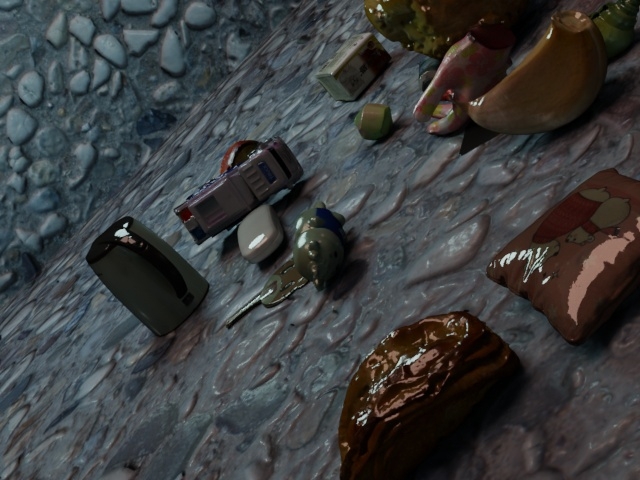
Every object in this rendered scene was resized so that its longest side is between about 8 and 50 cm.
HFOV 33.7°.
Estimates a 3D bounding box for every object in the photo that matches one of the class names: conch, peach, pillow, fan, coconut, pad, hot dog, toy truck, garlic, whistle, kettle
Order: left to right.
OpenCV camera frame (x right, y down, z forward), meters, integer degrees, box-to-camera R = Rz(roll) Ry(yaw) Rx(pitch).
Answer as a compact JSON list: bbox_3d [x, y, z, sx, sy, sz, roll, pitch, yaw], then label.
[{"bbox_3d":[-0.359,0.064,2.212,0.161,0.236,0.221,-51,21,-22],"label":"kettle"},{"bbox_3d":[-0.179,-0.109,2.336,0.268,0.124,0.155,-33,5,25],"label":"toy truck"},{"bbox_3d":[-0.186,-0.161,2.560,0.092,0.127,0.172,1,73,52],"label":"peach"},{"bbox_3d":[-0.092,0.093,1.980,0.226,0.008,0.152,-37,21,14],"label":"fan"},{"bbox_3d":[0.000,0.000,1.867,0.092,0.110,0.244,-6,28,7],"label":"whistle"},{"bbox_3d":[0.109,-0.245,2.186,0.081,0.082,0.083,4,50,19],"label":"coconut"},{"bbox_3d":[0.105,0.185,1.257,0.259,0.114,0.175,-42,19,1],"label":"hot dog"},{"bbox_3d":[0.310,-0.211,1.839,0.157,0.003,0.112,-30,23,33],"label":"pad"},{"bbox_3d":[0.337,-0.248,1.632,0.245,0.164,0.145,-38,37,31],"label":"garlic"},{"bbox_3d":[0.322,0.005,1.252,0.223,0.084,0.236,-42,23,1],"label":"pillow"},{"bbox_3d":[0.451,-0.329,1.720,0.095,0.079,0.201,-34,2,-37],"label":"conch"}]

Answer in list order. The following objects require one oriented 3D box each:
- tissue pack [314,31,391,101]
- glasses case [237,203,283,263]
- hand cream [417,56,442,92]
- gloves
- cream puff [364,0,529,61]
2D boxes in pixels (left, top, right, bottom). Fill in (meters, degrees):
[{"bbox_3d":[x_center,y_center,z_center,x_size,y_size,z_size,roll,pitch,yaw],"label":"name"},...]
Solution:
[{"bbox_3d":[0.080,-0.417,2.556,0.149,0.099,0.106,-48,22,-13],"label":"tissue pack"},{"bbox_3d":[-0.125,-0.015,2.186,0.092,0.059,0.233,-38,18,5],"label":"glasses case"},{"bbox_3d":[0.238,-0.357,2.220,0.088,0.055,0.256,-31,16,21],"label":"hand cream"},{"bbox_3d":[0.260,-0.273,1.907,0.145,0.126,0.241,-52,-15,-46],"label":"gloves"},{"bbox_3d":[0.270,-0.487,2.142,0.343,0.231,0.327,-26,30,24],"label":"cream puff"}]
